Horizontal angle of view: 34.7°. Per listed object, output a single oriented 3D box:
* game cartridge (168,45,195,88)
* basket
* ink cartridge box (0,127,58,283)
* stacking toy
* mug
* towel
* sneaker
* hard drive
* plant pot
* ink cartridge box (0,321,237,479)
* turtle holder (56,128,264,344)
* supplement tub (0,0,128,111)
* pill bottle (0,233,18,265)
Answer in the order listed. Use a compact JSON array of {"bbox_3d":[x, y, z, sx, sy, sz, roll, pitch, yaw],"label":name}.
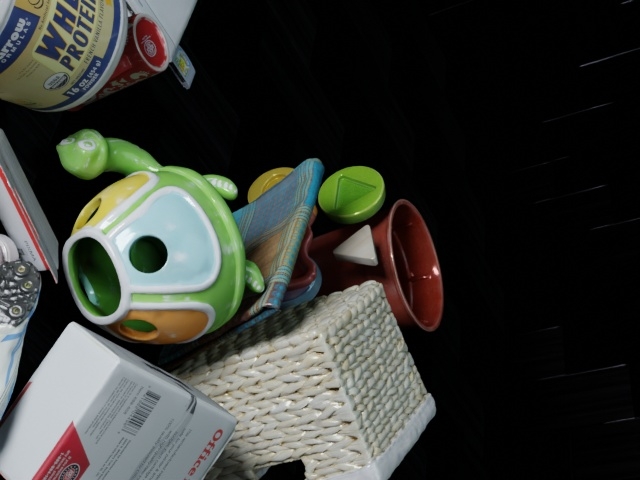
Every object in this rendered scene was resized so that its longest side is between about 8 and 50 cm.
[{"bbox_3d":[-0.261,-0.328,1.903,0.083,0.017,0.056,56,26,-37],"label":"game cartridge"},{"bbox_3d":[-0.033,0.262,1.693,0.266,0.328,0.331,68,25,-6],"label":"basket"},{"bbox_3d":[-0.387,-0.041,1.284,0.224,0.056,0.181,-134,-159,-72],"label":"ink cartridge box"},{"bbox_3d":[0.000,0.000,1.985,0.130,0.280,0.309,66,22,-46],"label":"stacking toy"},{"bbox_3d":[-0.322,-0.257,1.539,0.113,0.169,0.150,43,39,-51],"label":"mug"},{"bbox_3d":[-0.125,0.032,1.693,0.040,0.271,0.370,44,36,-21],"label":"towel"},{"bbox_3d":[-0.396,0.135,1.225,0.086,0.085,0.237,101,6,-74],"label":"sneaker"},{"bbox_3d":[-0.304,-0.513,1.877,0.233,0.047,0.353,56,30,-36],"label":"hard drive"},{"bbox_3d":[0.079,0.077,2.106,0.272,0.265,0.272,43,40,-51],"label":"plant pot"},{"bbox_3d":[-0.263,0.254,1.332,0.197,0.114,0.273,-55,141,-6],"label":"ink cartridge box"},{"bbox_3d":[-0.246,-0.004,1.475,0.227,0.243,0.320,-18,108,-51],"label":"turtle holder"},{"bbox_3d":[-0.417,-0.300,1.283,0.316,0.228,0.228,12,66,-64],"label":"supplement tub"},{"bbox_3d":[-0.436,0.023,1.241,0.137,0.078,0.078,2,75,-65],"label":"pill bottle"}]
